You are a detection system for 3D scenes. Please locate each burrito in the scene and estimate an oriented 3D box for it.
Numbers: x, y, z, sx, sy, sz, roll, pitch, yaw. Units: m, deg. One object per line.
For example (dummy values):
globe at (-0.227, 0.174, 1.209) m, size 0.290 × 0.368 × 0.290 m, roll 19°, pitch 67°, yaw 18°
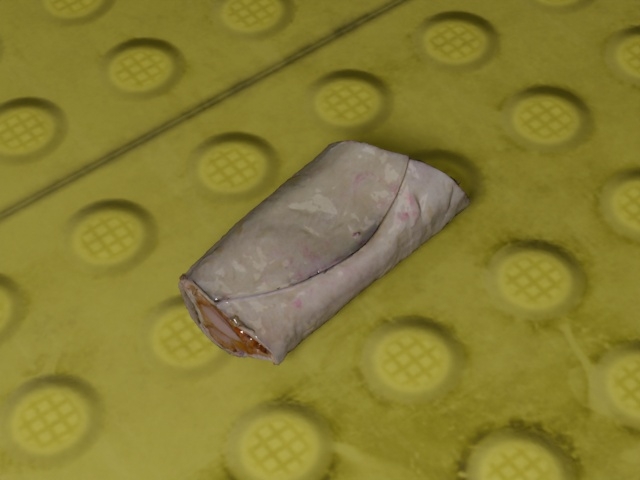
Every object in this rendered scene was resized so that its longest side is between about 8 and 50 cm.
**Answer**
burrito at (0.003, 0.002, 1.345) m, size 0.143 × 0.105 × 0.299 m, roll 42°, pitch 63°, yaw 18°
